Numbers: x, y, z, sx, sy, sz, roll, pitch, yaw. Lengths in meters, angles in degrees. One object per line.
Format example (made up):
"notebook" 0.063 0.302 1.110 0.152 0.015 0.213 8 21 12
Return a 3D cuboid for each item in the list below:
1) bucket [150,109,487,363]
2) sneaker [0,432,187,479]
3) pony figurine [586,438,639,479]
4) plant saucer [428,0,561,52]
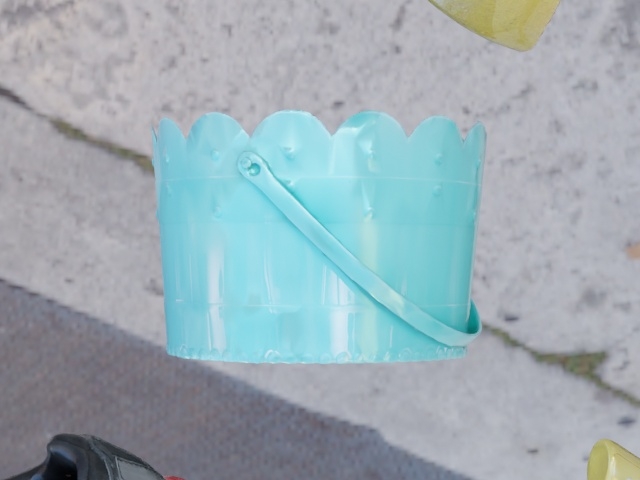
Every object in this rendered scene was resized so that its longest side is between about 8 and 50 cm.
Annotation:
"bucket" 0.000 0.000 1.119 0.281 0.183 0.281 0 180 0
"sneaker" -0.172 0.193 0.660 0.276 0.097 0.135 -41 137 -11
"pony figurine" 0.393 0.223 1.100 0.363 0.303 0.351 9 97 -16
"plant saucer" 0.077 -0.329 0.974 0.081 0.333 0.333 -22 163 -18
